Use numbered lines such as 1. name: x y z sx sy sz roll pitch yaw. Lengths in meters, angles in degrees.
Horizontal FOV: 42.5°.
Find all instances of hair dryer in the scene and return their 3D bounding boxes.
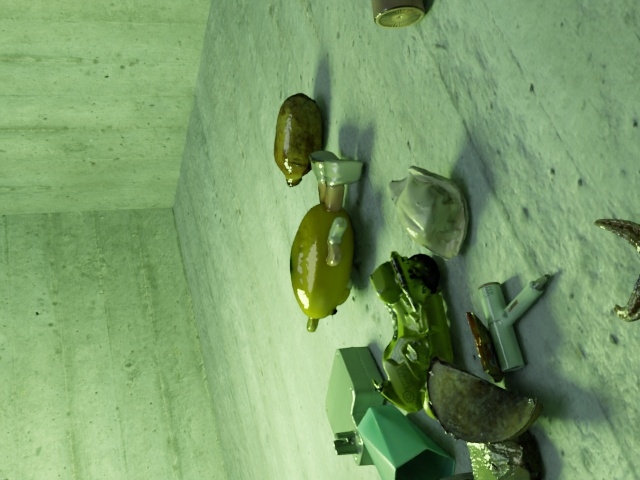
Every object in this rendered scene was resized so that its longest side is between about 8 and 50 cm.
1. hair dryer: 0.336 0.121 1.361 0.183 0.044 0.154 132 129 -58
2. hair dryer: 0.205 -0.554 1.548 0.344 0.107 0.189 -22 71 59

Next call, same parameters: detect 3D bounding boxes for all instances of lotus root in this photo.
1. lotus root: 0.312 0.378 1.415 0.144 0.070 0.143 140 123 -65
2. lotus root: -0.062 -0.266 2.222 0.145 0.129 0.260 -113 30 -72

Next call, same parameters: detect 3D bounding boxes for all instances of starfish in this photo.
1. starfish: 0.442 0.030 1.043 0.238 0.057 0.213 60 139 43

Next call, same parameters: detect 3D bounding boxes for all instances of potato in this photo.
1. potato: 0.284 0.295 1.402 0.261 0.100 0.120 19 83 58

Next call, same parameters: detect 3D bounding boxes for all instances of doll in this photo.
1. doll: 0.007 -0.026 2.058 0.348 0.161 0.423 -99 18 -53

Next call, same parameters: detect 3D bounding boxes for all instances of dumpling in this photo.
1. dumpling: 0.211 -0.062 1.567 0.199 0.118 0.136 47 128 18

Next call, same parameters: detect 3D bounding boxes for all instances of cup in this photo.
1. cup: 0.171 0.447 1.735 0.236 0.134 0.148 -140 53 -67

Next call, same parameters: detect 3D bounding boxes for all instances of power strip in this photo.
1. power strip: 0.073 0.417 1.972 0.261 0.141 0.229 -114 28 -49

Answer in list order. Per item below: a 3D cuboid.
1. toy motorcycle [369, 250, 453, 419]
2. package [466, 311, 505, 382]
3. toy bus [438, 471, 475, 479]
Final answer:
1. toy motorcycle: 0.182 0.198 1.642 0.206 0.142 0.342 -23 67 28
2. package: 0.285 0.187 1.429 0.121 0.031 0.108 42 -150 -60
3. toy bus: 0.273 0.598 1.513 0.138 0.112 0.316 -159 66 -63
